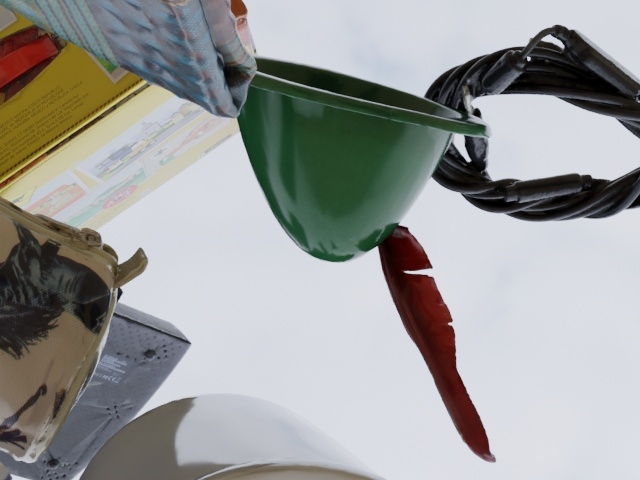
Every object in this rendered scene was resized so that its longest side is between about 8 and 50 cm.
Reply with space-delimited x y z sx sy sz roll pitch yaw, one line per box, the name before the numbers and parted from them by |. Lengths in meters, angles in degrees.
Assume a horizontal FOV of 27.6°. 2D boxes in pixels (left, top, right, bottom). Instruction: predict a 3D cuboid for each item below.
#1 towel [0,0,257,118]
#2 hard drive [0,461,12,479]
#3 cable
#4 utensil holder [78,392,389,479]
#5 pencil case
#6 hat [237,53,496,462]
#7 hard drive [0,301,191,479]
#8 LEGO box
towel | -0.198 -0.188 0.466 0.370 0.271 0.040 28 -105 15
hard drive | -0.443 0.333 1.198 0.040 0.319 0.210 47 -159 14
cable | 0.156 -0.059 0.857 0.184 0.150 0.047 30 -138 -29
utensil holder | -0.061 0.302 1.079 0.327 0.385 0.328 -1 -86 -12
pencil case | -0.336 -0.013 0.933 0.410 0.160 0.183 32 -94 -13
hat | 0.000 0.000 0.761 0.173 0.183 0.208 7 -167 -29
hard drive | -0.281 0.163 1.446 0.172 0.255 0.054 26 -154 -38
LEGO box | -0.313 -0.126 1.424 0.500 0.372 0.193 -35 -98 -3
